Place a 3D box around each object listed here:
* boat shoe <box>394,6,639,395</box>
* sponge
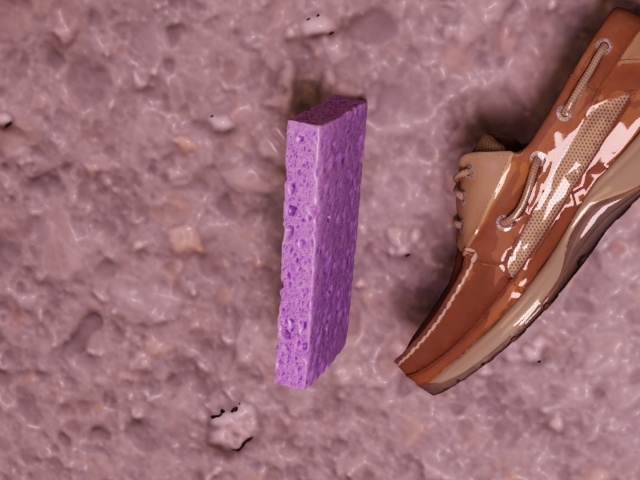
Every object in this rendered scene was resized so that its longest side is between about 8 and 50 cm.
[{"bbox_3d":[0.160,-0.031,1.068,0.120,0.122,0.324,41,104,7],"label":"boat shoe"},{"bbox_3d":[0.000,0.000,1.113,0.031,0.117,0.210,9,108,15],"label":"sponge"}]
